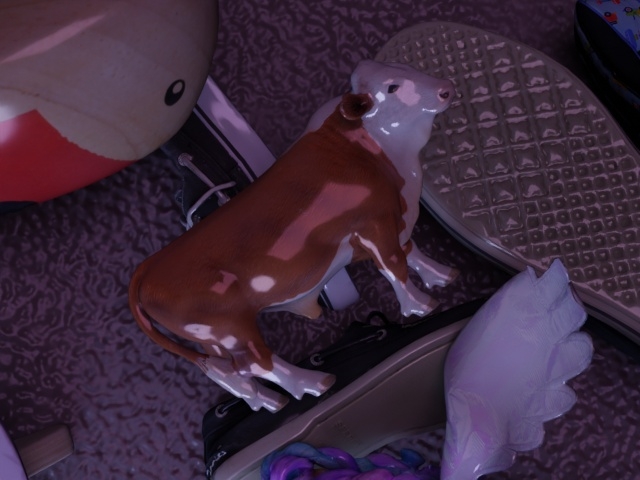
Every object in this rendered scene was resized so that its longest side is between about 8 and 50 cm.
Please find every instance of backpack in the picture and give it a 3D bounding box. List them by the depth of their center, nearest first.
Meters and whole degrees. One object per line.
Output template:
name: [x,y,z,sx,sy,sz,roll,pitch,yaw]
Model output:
backpack: [0.317,-0.167,0.956,0.117,0.158,0.173,-36,68,5]

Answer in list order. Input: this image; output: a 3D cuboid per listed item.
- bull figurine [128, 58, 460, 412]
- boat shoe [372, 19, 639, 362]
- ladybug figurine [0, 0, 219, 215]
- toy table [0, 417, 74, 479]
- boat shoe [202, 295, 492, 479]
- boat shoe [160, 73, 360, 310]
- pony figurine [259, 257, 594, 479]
bull figurine: [0.000,0.000,0.820,0.310,0.101,0.188,-37,94,5]
boat shoe: [0.245,-0.015,0.947,0.500,0.156,0.187,37,83,10]
ladybug figurine: [-0.274,-0.121,0.824,0.449,0.305,0.162,-10,121,23]
toy table: [-0.321,0.209,0.829,0.252,0.161,0.274,-6,91,-17]
boat shoe: [0.043,0.124,0.927,0.340,0.127,0.113,-32,44,-1]
boat shoe: [-0.086,-0.047,0.926,0.105,0.113,0.306,-37,91,-2]
pony figurine: [0.144,0.233,0.807,0.363,0.351,0.303,30,46,-22]
